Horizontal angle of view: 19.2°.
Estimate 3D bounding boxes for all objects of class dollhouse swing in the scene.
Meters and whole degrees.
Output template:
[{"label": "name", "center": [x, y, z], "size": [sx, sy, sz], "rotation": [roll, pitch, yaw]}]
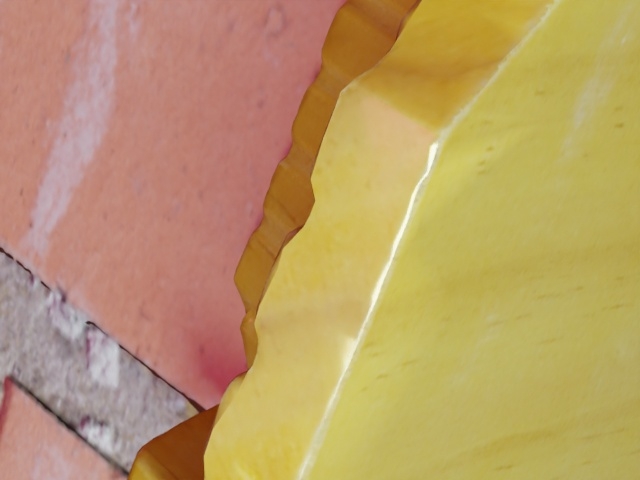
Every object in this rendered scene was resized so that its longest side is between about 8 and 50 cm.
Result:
[{"label": "dollhouse swing", "center": [0.000, 0.000, 0.630], "size": [0.315, 0.305, 0.347], "rotation": [39, 116, 40]}]
